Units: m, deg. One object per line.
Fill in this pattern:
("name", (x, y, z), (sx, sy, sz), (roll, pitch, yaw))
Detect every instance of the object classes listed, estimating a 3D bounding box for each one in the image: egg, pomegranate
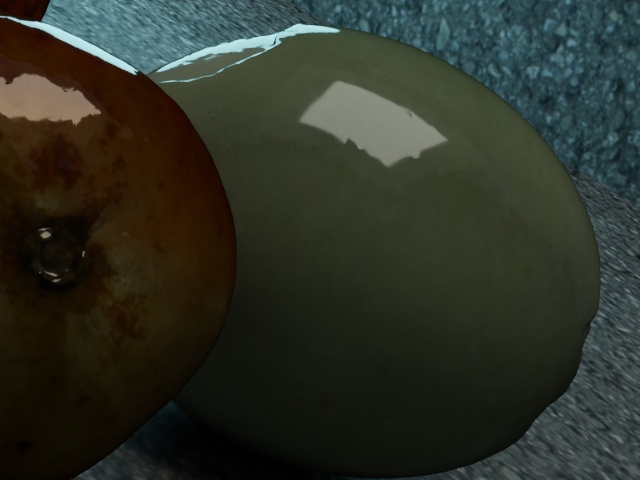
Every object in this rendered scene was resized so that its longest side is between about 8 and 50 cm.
("egg", (0.000, 0.000, 1.234), (0.336, 0.278, 0.278), (29, 13, -24))
("pomegranate", (-0.175, 0.004, 1.002), (0.252, 0.229, 0.270), (33, -10, -17))

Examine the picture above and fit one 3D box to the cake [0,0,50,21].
("cake", (-0.348, -0.243, 1.301), (0.319, 0.269, 0.270), (20, 20, 14))
